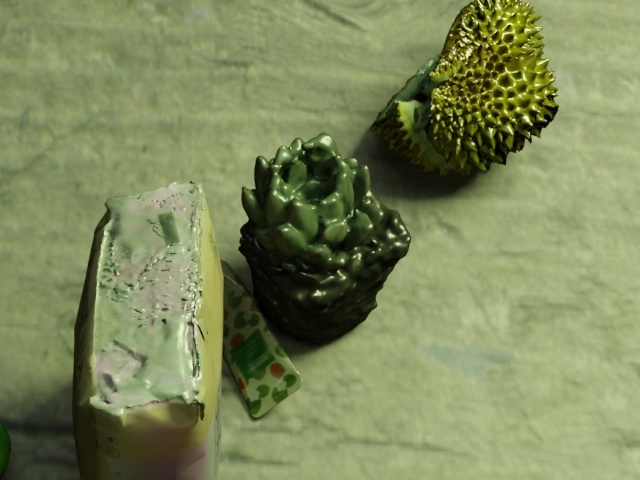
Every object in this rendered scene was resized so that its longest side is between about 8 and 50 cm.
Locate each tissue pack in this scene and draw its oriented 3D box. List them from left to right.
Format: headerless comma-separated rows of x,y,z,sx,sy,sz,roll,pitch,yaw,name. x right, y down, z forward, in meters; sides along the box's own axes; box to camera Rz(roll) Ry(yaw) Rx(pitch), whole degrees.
-0.137,0.109,1.148,0.122,0.257,0.215,-1,54,-3,tissue pack

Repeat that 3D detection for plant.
0.000,0.000,1.282,0.129,0.194,0.132,-34,63,-22,plant

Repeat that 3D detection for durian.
0.167,-0.157,1.437,0.137,0.193,0.237,37,73,-4,durian

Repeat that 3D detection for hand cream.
-0.072,0.081,1.311,0.057,0.037,0.165,-37,59,12,hand cream

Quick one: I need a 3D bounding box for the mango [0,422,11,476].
-0.339,0.182,1.171,0.178,0.100,0.119,-15,54,-25,mango
